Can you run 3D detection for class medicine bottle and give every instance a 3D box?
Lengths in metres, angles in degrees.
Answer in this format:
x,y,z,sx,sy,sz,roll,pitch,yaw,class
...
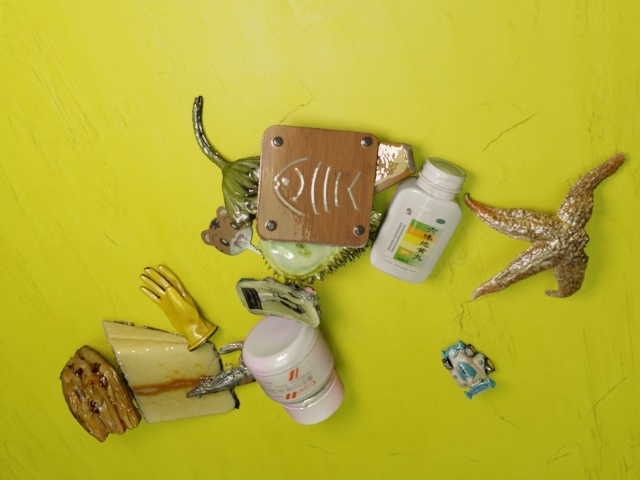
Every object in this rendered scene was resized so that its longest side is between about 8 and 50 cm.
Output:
x,y,z,sx,sy,sz,roll,pitch,yaw,class
0.262,-0.053,1.337,0.179,0.124,0.324,22,116,-1,medicine bottle
-0.072,0.386,1.542,0.241,0.241,0.301,-18,120,17,medicine bottle

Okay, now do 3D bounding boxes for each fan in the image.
x,y,z,sx,sy,sz,roll,pitch,yaw,class
-0.235,0.003,1.504,0.227,0.008,0.152,33,116,-7,fan

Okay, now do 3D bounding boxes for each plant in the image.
x,y,z,sx,sy,sz,roll,pitch,yaw,class
-0.223,-0.198,1.375,0.333,0.180,0.251,47,125,21,plant

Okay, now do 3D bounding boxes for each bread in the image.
x,y,z,sx,sy,sz,roll,pitch,yaw,class
-0.754,0.513,1.685,0.325,0.167,0.277,7,122,48,bread
-0.514,0.437,1.760,0.405,0.242,0.345,-8,116,-24,bread

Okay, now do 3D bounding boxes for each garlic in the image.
x,y,z,sx,sy,sz,roll,pitch,yaw,class
0.093,-0.174,1.304,0.318,0.112,0.143,-19,94,26,garlic

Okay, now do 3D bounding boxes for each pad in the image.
x,y,z,sx,sy,sz,roll,pitch,yaw,class
-0.010,-0.129,1.239,0.284,0.018,0.286,4,98,-5,pad

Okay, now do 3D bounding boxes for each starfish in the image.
x,y,z,sx,sy,sz,roll,pitch,yaw,class
0.580,-0.007,1.318,0.384,0.132,0.397,-4,113,15,starfish

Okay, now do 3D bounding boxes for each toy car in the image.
x,y,z,sx,sy,sz,roll,pitch,yaw,class
0.449,0.393,1.546,0.126,0.098,0.161,-37,108,21,toy car

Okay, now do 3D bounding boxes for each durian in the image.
x,y,z,sx,sy,sz,roll,pitch,yaw,class
0.006,-0.003,1.382,0.394,0.163,0.198,-25,92,34,durian

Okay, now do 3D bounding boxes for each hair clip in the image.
x,y,z,sx,sy,sz,roll,pitch,yaw,class
-0.110,0.165,1.481,0.321,0.091,0.138,7,128,42,hair clip

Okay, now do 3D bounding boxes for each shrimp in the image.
x,y,z,sx,sy,sz,roll,pitch,yaw,class
-0.321,0.425,1.673,0.296,0.058,0.169,-20,107,-4,shrimp

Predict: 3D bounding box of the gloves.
x,y,z,sx,sy,sz,roll,pitch,yaw,class
-0.462,0.203,1.597,0.133,0.116,0.294,-35,100,15,gloves
